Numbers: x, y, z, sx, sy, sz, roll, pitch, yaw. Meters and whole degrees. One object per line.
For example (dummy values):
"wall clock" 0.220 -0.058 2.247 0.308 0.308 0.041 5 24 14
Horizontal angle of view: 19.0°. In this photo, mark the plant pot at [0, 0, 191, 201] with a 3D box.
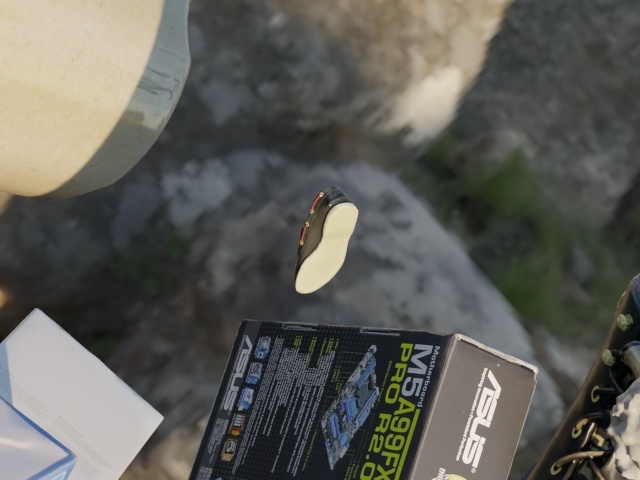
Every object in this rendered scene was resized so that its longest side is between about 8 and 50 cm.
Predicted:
"plant pot" -0.264 -0.169 1.345 0.305 0.334 0.334 21 31 -49

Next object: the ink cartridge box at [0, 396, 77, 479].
"ink cartridge box" -0.426 0.345 1.798 0.151 0.395 0.270 39 28 14

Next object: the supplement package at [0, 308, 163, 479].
"supplement package" -0.316 0.221 2.076 0.194 0.149 0.203 41 28 -3

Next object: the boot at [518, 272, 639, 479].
"boot" 0.156 0.116 1.080 0.085 0.178 0.236 29 33 27

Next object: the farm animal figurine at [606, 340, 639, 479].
"farm animal figurine" 0.325 0.182 1.001 0.172 0.330 0.326 -104 -176 -58

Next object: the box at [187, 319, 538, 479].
"box" -0.009 0.179 1.015 0.060 0.270 0.216 25 -14 -30

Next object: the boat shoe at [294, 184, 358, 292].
"boat shoe" 0.002 0.000 2.039 0.049 0.133 0.042 -4 43 -31
